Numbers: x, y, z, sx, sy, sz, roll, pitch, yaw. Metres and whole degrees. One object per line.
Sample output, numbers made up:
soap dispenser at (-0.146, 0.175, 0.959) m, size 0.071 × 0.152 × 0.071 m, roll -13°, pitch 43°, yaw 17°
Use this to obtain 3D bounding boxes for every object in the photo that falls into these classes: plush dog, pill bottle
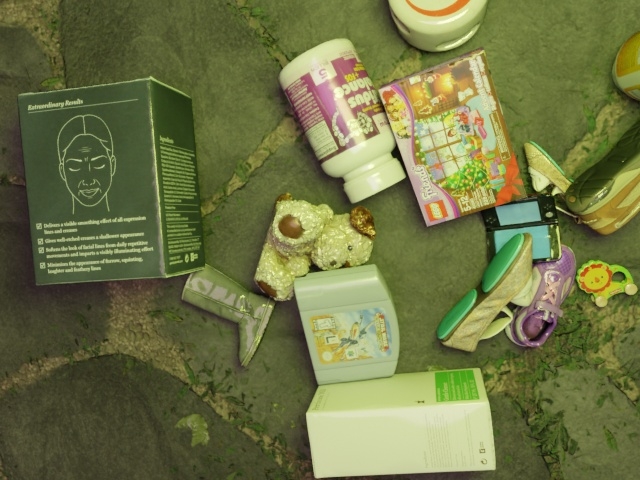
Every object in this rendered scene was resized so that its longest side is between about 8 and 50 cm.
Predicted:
plush dog at (0.000, 0.000, 1.256) m, size 0.226 × 0.210 × 0.262 m, roll 17°, pitch 130°, yaw -7°
pill bottle at (0.608, -0.317, 1.042) m, size 0.137 × 0.246 × 0.136 m, roll 1°, pitch 99°, yaw 9°
pill bottle at (0.052, -0.235, 1.191) m, size 0.169 × 0.169 × 0.301 m, roll -26°, pitch 94°, yaw 13°

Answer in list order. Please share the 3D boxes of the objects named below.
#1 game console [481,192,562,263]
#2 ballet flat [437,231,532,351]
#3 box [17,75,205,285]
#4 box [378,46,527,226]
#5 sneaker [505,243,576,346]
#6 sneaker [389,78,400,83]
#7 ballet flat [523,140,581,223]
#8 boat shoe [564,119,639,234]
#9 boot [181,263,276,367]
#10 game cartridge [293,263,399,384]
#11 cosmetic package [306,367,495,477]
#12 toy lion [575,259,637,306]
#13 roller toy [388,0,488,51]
game console at (0.403, -0.020, 1.190) m, size 0.144 × 0.085 × 0.124 m, roll -7°, pitch 140°, yaw 24°
ballet flat at (0.363, 0.116, 1.207) m, size 0.106 × 0.107 × 0.316 m, roll 28°, pitch 126°, yaw -4°
box at (-0.434, -0.115, 1.254) m, size 0.294 × 0.212 × 0.394 m, roll -3°, pitch 93°, yaw 11°
box at (0.256, -0.191, 1.132) m, size 0.201 × 0.057 × 0.293 m, roll -17°, pitch 109°, yaw 18°
sneaker at (0.463, 0.122, 1.212) m, size 0.095 × 0.104 × 0.236 m, roll 21°, pitch 101°, yaw 7°
sneaker at (0.229, -0.222, 1.197) m, size 0.262 × 0.104 × 0.125 m, roll 39°, pitch 105°, yaw 2°
ballet flat at (0.473, -0.110, 1.188) m, size 0.206 × 0.073 × 0.067 m, roll 43°, pitch 100°, yaw 2°
boat shoe at (0.618, -0.140, 1.110) m, size 0.324 × 0.122 × 0.120 m, roll -41°, pitch 105°, yaw 9°
boot at (-0.223, 0.170, 1.352) m, size 0.209 × 0.076 × 0.189 m, roll 21°, pitch 88°, yaw -1°
game cartridge at (0.066, 0.187, 1.248) m, size 0.198 × 0.062 × 0.297 m, roll -6°, pitch 124°, yaw 8°
cosmetic package at (0.171, 0.388, 1.259) m, size 0.366 × 0.197 × 0.155 m, roll -6°, pitch 98°, yaw 9°
toy lion at (0.584, 0.081, 1.214) m, size 0.100 × 0.034 × 0.096 m, roll -25°, pitch 101°, yaw 12°
roller toy at (0.225, -0.472, 1.135) m, size 0.210 × 0.146 × 0.191 m, roll 20°, pitch 93°, yaw 12°
